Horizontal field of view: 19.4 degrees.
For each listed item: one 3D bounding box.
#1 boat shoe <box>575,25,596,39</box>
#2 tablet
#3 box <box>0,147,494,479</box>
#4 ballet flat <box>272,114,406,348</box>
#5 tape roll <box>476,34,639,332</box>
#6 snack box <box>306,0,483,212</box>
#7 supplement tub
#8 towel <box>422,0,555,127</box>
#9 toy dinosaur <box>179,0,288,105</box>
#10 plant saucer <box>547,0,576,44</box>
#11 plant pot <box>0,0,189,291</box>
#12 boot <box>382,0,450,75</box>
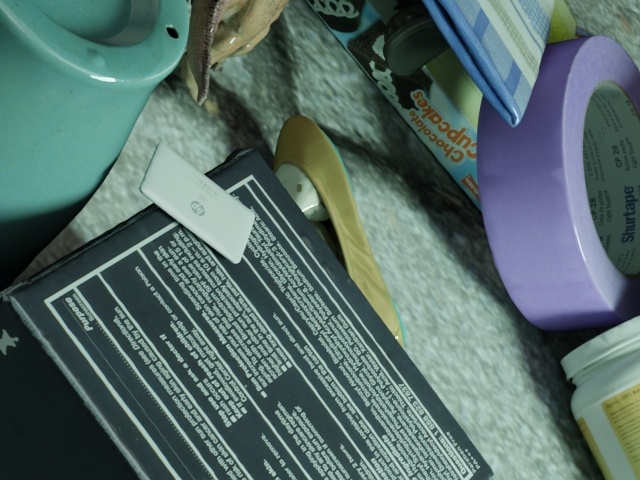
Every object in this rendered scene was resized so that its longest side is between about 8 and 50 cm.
[{"bbox_3d":[0.301,-0.163,2.031,0.183,0.066,0.066,39,40,-21],"label":"boat shoe"},{"bbox_3d":[-0.080,-0.025,1.224,0.083,0.006,0.054,38,38,-17],"label":"tablet"},{"bbox_3d":[-0.086,0.138,1.237,0.296,0.183,0.294,54,34,1],"label":"box"},{"bbox_3d":[0.000,0.000,1.545,0.073,0.080,0.232,-11,69,-36],"label":"ballet flat"},{"bbox_3d":[0.246,-0.053,1.773,0.275,0.090,0.275,22,64,-57],"label":"tape roll"},{"bbox_3d":[0.115,-0.193,1.843,0.322,0.060,0.187,50,37,-7],"label":"snack box"},{"bbox_3d":[0.318,0.174,1.710,0.144,0.144,0.200,-8,69,-52],"label":"supplement tub"},{"bbox_3d":[0.139,-0.243,1.673,0.209,0.034,0.285,54,28,-19],"label":"towel"},{"bbox_3d":[-0.053,-0.227,1.541,0.127,0.200,0.296,52,25,-13],"label":"toy dinosaur"},{"bbox_3d":[0.202,-0.291,1.942,0.188,0.045,0.188,52,11,-43],"label":"plant saucer"},{"bbox_3d":[-0.232,-0.114,1.211,0.271,0.255,0.272,29,43,-32],"label":"plant pot"},{"bbox_3d":[0.067,-0.280,1.744,0.229,0.091,0.263,55,27,1],"label":"boot"}]
